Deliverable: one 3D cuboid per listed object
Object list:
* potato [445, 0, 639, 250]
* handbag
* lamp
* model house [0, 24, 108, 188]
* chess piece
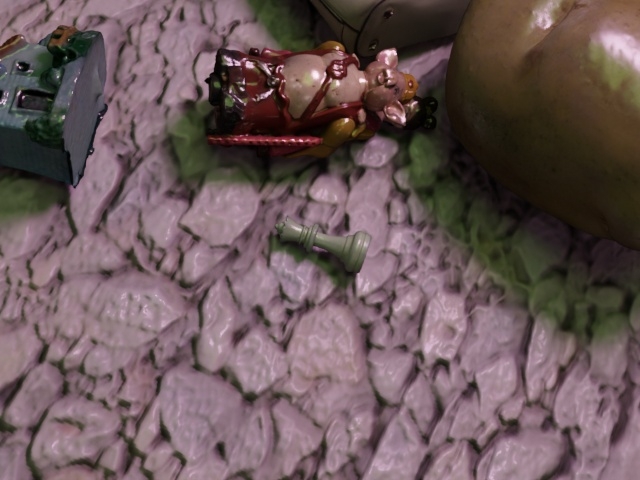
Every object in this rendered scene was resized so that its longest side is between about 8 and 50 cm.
[{"bbox_3d":[0.282,-0.136,0.980,0.326,0.221,0.243,34,51,15],"label":"potato"},{"bbox_3d":[0.037,-0.355,1.084,0.241,0.109,0.315,-20,67,-31],"label":"handbag"},{"bbox_3d":[0.011,-0.141,0.980,0.253,0.118,0.118,0,65,-12],"label":"lamp"},{"bbox_3d":[-0.285,-0.133,0.910,0.148,0.119,0.148,7,64,-1],"label":"model house"},{"bbox_3d":[0.000,0.000,0.950,0.093,0.042,0.042,17,62,0],"label":"chess piece"}]
